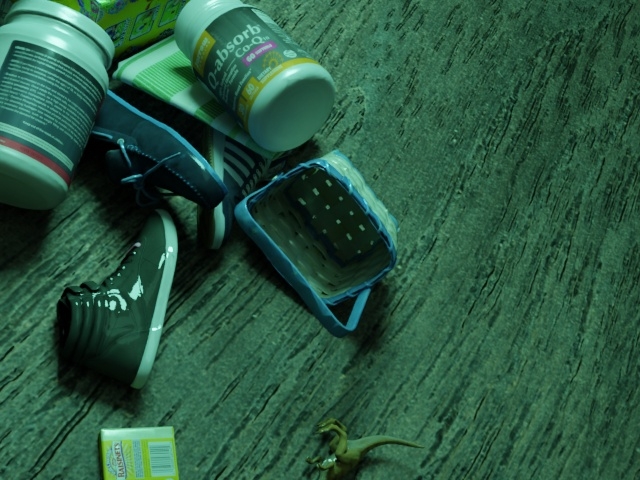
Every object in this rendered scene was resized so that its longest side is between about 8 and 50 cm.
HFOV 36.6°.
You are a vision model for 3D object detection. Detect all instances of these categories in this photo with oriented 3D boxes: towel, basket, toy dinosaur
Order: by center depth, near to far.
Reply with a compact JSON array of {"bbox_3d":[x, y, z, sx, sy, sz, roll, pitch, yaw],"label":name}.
[{"bbox_3d":[0.043,0.322,1.468,0.211,0.064,0.112,-29,93,-28],"label":"toy dinosaur"},{"bbox_3d":[0.000,0.000,1.535,0.255,0.201,0.289,53,24,-6],"label":"basket"},{"bbox_3d":[-0.167,-0.260,1.689,0.325,0.038,0.248,29,36,11],"label":"towel"}]

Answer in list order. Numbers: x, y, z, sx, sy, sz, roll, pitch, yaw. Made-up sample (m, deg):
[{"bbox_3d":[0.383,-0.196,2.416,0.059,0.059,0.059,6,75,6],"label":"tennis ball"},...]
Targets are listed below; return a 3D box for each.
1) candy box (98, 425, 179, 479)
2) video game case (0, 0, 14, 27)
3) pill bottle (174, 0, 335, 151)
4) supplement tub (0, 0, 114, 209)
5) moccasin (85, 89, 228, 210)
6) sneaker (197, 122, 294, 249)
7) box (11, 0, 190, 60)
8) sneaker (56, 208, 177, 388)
[{"bbox_3d":[-0.242,0.355,1.315,0.105,0.027,0.206,2,58,-22],"label":"candy box"},{"bbox_3d":[-0.571,-0.374,1.639,0.300,0.036,0.329,15,54,-17],"label":"video game case"},{"bbox_3d":[-0.114,-0.284,1.578,0.162,0.162,0.278,-19,52,-34],"label":"pill bottle"},{"bbox_3d":[-0.433,-0.201,1.448,0.191,0.191,0.272,21,71,-12],"label":"supplement tub"},{"bbox_3d":[-0.288,-0.124,1.534,0.342,0.138,0.117,31,68,34],"label":"moccasin"},{"bbox_3d":[-0.124,-0.100,1.633,0.153,0.099,0.282,10,52,-18],"label":"sneaker"},{"bbox_3d":[-0.383,-0.486,1.666,0.290,0.177,0.279,47,52,9],"label":"box"},{"bbox_3d":[-0.304,0.063,1.429,0.147,0.104,0.296,18,57,-21],"label":"sneaker"}]
